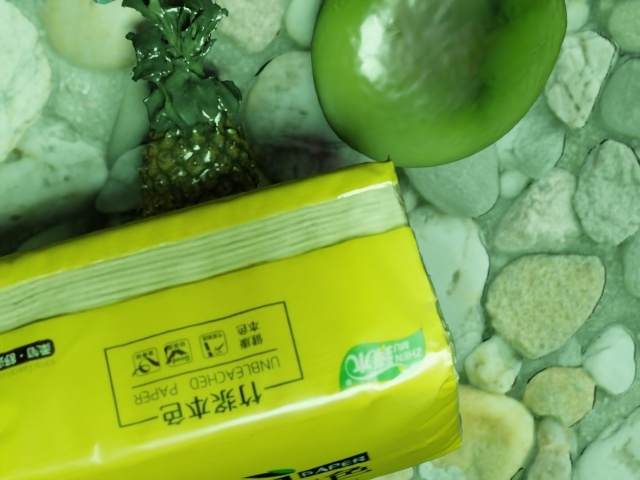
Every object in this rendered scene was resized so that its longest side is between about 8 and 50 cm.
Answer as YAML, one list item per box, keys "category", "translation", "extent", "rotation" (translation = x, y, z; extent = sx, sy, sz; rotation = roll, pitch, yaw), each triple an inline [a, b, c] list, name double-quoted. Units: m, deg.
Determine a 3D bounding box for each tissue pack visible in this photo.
- category: "tissue pack"
  translation: [-0.085, 0.107, 1.432]
  extent: [0.382, 0.293, 0.228]
  rotation: [-14, 71, 1]

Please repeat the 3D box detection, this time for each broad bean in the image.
- category: "broad bean"
  translation: [0.119, -0.198, 1.550]
  extent: [0.238, 0.119, 0.291]
  rotation: [35, 94, -33]

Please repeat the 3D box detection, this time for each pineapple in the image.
- category: "pineapple"
  translation: [-0.118, -0.111, 1.490]
  extent: [0.125, 0.125, 0.251]
  rotation: [-14, 122, -15]

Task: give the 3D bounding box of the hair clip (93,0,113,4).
- category: "hair clip"
  translation: [-0.091, -0.244, 1.501]
  extent: [0.230, 0.070, 0.039]
  rotation: [-16, 126, -6]
